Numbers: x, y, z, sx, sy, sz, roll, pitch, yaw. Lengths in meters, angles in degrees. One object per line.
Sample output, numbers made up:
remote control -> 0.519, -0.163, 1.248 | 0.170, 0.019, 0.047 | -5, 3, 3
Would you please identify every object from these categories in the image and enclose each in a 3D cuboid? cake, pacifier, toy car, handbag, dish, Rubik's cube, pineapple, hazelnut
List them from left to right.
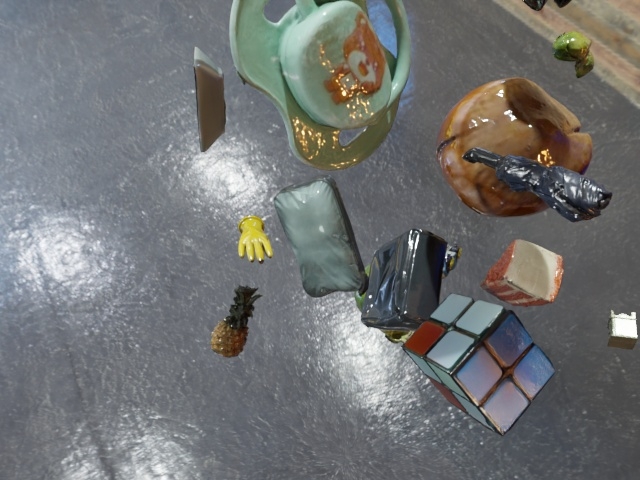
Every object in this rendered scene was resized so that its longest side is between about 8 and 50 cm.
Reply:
dish -> -0.306, -0.389, 1.165 | 0.080, 0.243, 0.181 | -4, 40, -13
pineapple -> -0.280, 0.263, 1.393 | 0.128, 0.128, 0.247 | 29, 107, 17
pacifier -> -0.006, -0.296, 0.691 | 0.288, 0.343, 0.269 | -41, 39, -10
handbag -> 0.001, 0.003, 1.100 | 0.192, 0.075, 0.331 | -15, 98, 29
handbag -> 0.267, 0.145, 1.314 | 0.178, 0.275, 0.301 | 20, 65, -14
toy car -> 0.473, 0.095, 1.776 | 0.199, 0.165, 0.314 | 12, 18, 25
Rubik's cube -> 0.301, 0.230, 0.814 | 0.167, 0.180, 0.183 | -42, 106, -12
hazelnut -> 0.447, -0.209, 1.028 | 0.315, 0.372, 0.372 | -41, 67, -9
cake -> 0.614, 0.102, 1.296 | 0.158, 0.262, 0.159 | 27, 81, 6

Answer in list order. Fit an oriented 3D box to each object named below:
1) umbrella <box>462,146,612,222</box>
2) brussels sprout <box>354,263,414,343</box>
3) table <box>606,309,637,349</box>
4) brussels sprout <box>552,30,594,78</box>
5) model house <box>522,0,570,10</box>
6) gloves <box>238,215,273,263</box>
umbrella -> 0.338, -0.107, 0.686 | 0.071, 0.070, 0.248 | -36, 49, -15
brussels sprout -> 0.309, 0.257, 1.800 | 0.276, 0.315, 0.371 | -45, 108, 4
table -> 0.859, 0.255, 1.195 | 0.063, 0.079, 0.083 | 3, 56, 28
brussels sprout -> 0.426, -0.309, 0.694 | 0.084, 0.051, 0.046 | 28, 96, -21
model house -> 0.437, -0.478, 0.738 | 0.106, 0.165, 0.152 | 9, 74, -18
gloves -> -0.285, 0.012, 1.797 | 0.133, 0.116, 0.294 | -14, 34, -7
